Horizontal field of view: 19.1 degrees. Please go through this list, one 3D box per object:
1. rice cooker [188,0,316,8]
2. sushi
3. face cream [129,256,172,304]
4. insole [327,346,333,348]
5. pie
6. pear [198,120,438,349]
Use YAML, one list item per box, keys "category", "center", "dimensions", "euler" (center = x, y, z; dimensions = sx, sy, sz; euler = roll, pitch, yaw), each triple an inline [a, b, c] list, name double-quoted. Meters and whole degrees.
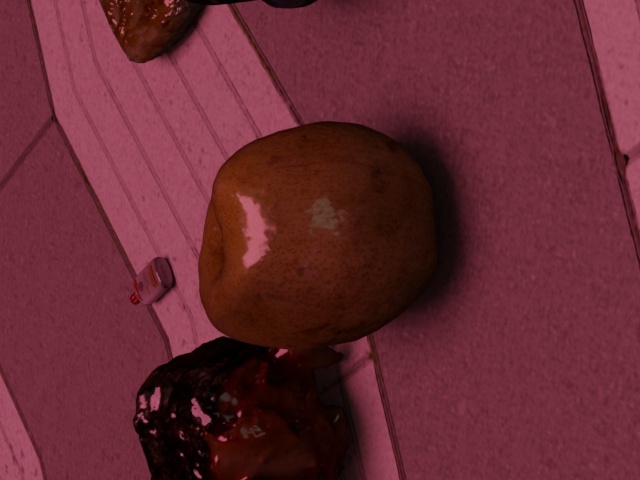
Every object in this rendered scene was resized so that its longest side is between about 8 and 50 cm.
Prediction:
- category: "rice cooker"
  center: [-0.073, -0.341, 1.722]
  dimensions: [0.267, 0.224, 0.267]
  euler: [21, 116, 51]
- category: "sushi"
  center: [-0.061, 0.241, 1.891]
  dimensions: [0.182, 0.196, 0.343]
  euler: [7, 109, 35]
- category: "face cream"
  center: [-0.195, 0.051, 2.160]
  dimensions: [0.083, 0.021, 0.040]
  euler: [-42, 62, 51]
- category: "insole"
  center: [-0.038, 0.097, 1.961]
  dimensions: [0.197, 0.004, 0.065]
  euler: [-16, 84, 55]
- category: "pie"
  center: [-0.199, -0.309, 2.058]
  dimensions: [0.240, 0.054, 0.240]
  euler: [17, 112, 50]
- category: "pear"
  center: [0.000, 0.000, 1.721]
  dimensions: [0.228, 0.211, 0.188]
  euler: [108, 157, -52]
